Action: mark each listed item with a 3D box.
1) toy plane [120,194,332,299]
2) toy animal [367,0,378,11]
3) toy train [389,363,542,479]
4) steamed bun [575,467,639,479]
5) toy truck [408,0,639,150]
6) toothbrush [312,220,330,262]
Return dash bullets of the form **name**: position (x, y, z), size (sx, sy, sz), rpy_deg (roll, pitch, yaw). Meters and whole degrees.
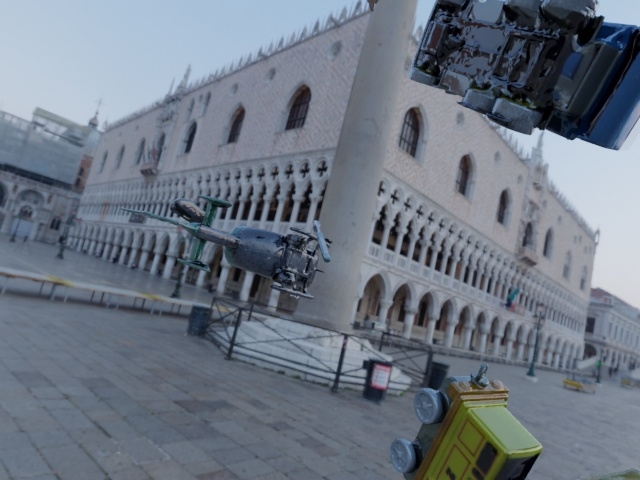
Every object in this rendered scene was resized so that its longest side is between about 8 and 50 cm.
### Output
- **toy plane**: position (-0.104, 0.016, 0.631), size (0.155, 0.107, 0.381), rpy_deg (12, -6, 29)
- **toy animal**: position (0.042, -0.314, 0.457), size (0.089, 0.084, 0.150), rpy_deg (23, 26, -8)
- **toy train**: position (0.163, 0.251, 0.485), size (0.089, 0.219, 0.127), rpy_deg (10, 19, -29)
- **steamed bun**: position (0.341, 0.403, 0.551), size (0.110, 0.231, 0.212), rpy_deg (19, -16, 12)
- **toy truck**: position (0.268, -0.232, 0.552), size (0.175, 0.146, 0.367), rpy_deg (6, 30, -24)
- **toothbrush**: position (0.000, 0.000, 0.605), size (0.011, 0.014, 0.167), rpy_deg (11, 18, -10)
